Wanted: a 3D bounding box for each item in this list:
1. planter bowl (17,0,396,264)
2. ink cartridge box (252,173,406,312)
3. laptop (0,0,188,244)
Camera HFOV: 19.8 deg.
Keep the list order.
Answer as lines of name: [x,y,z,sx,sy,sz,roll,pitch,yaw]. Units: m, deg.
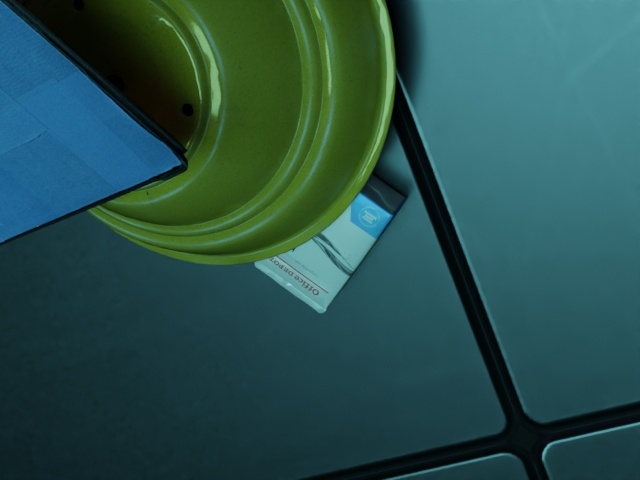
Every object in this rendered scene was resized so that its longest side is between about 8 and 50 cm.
planter bowl: [-0.080,-0.081,0.879,0.217,0.090,0.217,7,107,22]
ink cartridge box: [0.000,0.000,0.938,0.048,0.028,0.083,36,117,3]
laptop: [-0.347,-0.035,0.836,0.382,0.236,0.408,41,94,-21]
